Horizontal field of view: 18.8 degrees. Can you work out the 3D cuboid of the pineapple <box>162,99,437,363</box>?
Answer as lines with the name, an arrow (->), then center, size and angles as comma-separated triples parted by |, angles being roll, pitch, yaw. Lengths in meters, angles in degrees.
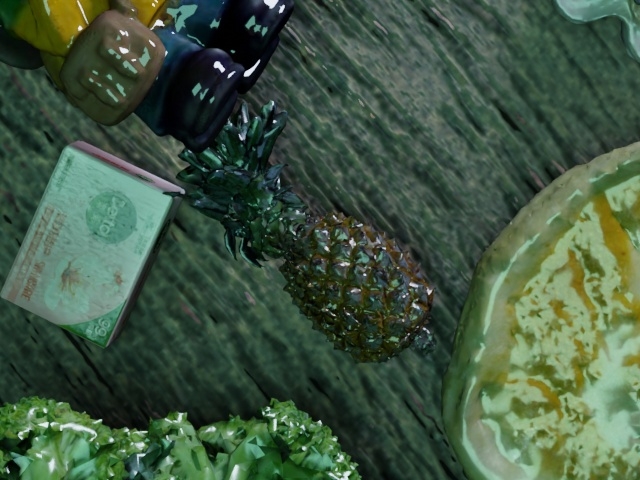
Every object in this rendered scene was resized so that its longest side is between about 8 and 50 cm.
pineapple -> 0.000, 0.000, 1.342 | 0.221, 0.083, 0.103 | 43, 88, 1

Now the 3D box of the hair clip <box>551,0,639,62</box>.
hair clip -> 0.215, -0.244, 1.290 | 0.146, 0.075, 0.257 | -5, 90, 23

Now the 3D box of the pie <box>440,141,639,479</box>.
pie -> 0.251, 0.085, 1.323 | 0.339, 0.077, 0.339 | 1, 99, 7

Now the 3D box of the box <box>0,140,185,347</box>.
box -> -0.163, 0.002, 1.383 | 0.089, 0.043, 0.125 | 24, 100, 4

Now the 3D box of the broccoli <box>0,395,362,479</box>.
broccoli -> -0.101, 0.273, 1.288 | 0.310, 0.321, 0.413 | -27, 96, 39

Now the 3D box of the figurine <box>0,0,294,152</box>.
figurine -> -0.195, -0.182, 1.297 | 0.332, 0.204, 0.185 | 39, 63, -11
